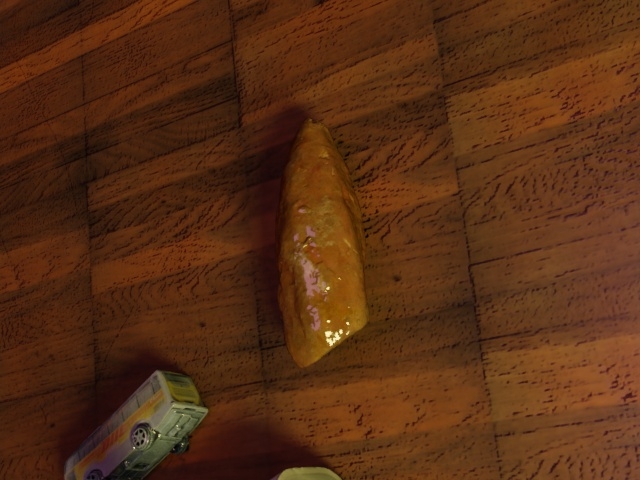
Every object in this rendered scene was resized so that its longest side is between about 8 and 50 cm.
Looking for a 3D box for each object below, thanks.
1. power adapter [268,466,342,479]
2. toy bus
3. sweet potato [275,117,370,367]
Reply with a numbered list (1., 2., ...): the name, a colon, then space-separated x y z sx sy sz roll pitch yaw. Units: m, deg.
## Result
1. power adapter: -0.065 0.353 0.901 0.255 0.124 0.187 -39 60 24
2. toy bus: -0.208 0.223 1.061 0.190 0.064 0.075 -43 54 21
3. sweet potato: 0.000 0.000 0.949 0.097 0.097 0.251 -15 68 32
